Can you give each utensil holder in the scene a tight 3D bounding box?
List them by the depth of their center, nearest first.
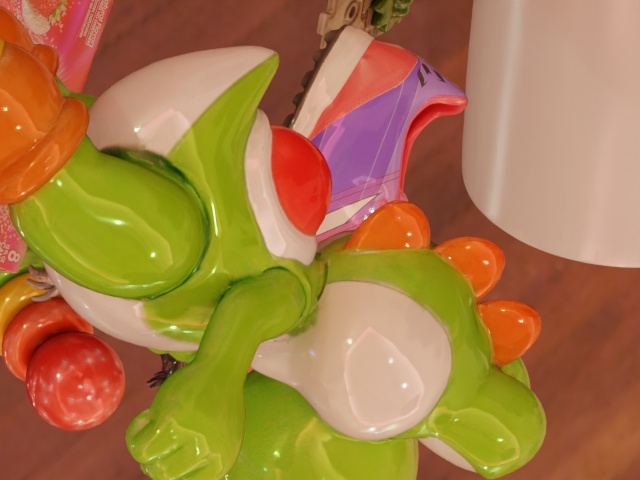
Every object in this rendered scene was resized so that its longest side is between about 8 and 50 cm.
[{"bbox_3d":[0.301,-0.213,1.894,0.327,0.327,0.385,-18,131,-28],"label":"utensil holder"}]

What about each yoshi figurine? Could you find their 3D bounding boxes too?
[{"bbox_3d":[-0.060,0.048,0.958,0.362,0.203,0.203,32,58,-22],"label":"yoshi figurine"}]

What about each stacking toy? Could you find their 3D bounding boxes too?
[{"bbox_3d":[-0.281,0.052,1.824,0.141,0.330,0.141,-21,135,-23],"label":"stacking toy"}]

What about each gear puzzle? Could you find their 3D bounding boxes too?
[{"bbox_3d":[0.065,-0.268,1.993,0.175,0.044,0.339,-35,144,-50],"label":"gear puzzle"}]

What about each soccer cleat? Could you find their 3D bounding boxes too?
[{"bbox_3d":[0.000,0.000,1.427,0.108,0.116,0.318,91,22,-78],"label":"soccer cleat"}]

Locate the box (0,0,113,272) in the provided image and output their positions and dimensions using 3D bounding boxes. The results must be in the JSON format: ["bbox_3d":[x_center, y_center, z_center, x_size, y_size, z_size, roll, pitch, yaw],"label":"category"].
[{"bbox_3d":[-0.279,-0.115,1.557,0.122,0.128,0.257,24,80,-41],"label":"box"}]

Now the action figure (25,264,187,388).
[{"bbox_3d":[-0.193,0.001,1.746,0.141,0.164,0.276,-27,95,22],"label":"action figure"}]
